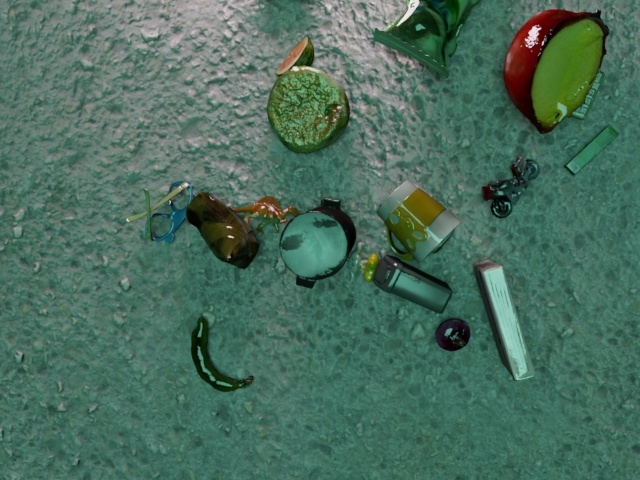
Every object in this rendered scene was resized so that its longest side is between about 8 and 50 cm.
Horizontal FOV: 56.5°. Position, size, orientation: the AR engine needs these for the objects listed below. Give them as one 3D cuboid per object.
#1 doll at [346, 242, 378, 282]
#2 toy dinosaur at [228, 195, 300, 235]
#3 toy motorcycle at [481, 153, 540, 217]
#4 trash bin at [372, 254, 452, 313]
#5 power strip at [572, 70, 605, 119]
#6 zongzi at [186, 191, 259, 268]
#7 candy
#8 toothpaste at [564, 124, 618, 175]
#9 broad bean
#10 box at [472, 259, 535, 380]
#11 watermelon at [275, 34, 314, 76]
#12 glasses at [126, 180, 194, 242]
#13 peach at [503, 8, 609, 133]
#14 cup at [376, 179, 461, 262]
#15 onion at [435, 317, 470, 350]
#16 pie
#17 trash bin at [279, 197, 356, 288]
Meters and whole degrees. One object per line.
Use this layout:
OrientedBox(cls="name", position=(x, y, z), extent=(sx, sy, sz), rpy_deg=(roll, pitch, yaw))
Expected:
OrientedBox(cls="doll", position=(0.136, 0.073, 1.949), extent=(0.113, 0.071, 0.135), rpy_deg=(-6, 100, 24))
OrientedBox(cls="toy dinosaur", position=(-0.188, -0.101, 1.985), extent=(0.212, 0.057, 0.142), rpy_deg=(38, 87, 2))
OrientedBox(cls="toy motorcycle", position=(0.587, -0.178, 1.863), extent=(0.122, 0.082, 0.213), rpy_deg=(37, 89, -7))
OrientedBox(cls="trash bin", position=(0.285, 0.135, 1.877), extent=(0.237, 0.177, 0.101), rpy_deg=(25, 96, 2))
OrientedBox(cls="power strip", position=(0.813, -0.462, 1.835), extent=(0.076, 0.028, 0.168), rpy_deg=(22, 97, 7))
OrientedBox(cls="zongzi", position=(-0.331, -0.033, 1.883), extent=(0.286, 0.300, 0.138), rpy_deg=(45, 98, 2))
OrientedBox(cls="candy", position=(0.354, -0.716, 1.817), extent=(0.263, 0.172, 0.397), rpy_deg=(27, 85, 1))
OrientedBox(cls="toothpaste", position=(0.837, -0.277, 1.842), extent=(0.178, 0.037, 0.043), rpy_deg=(-45, 84, 8))
OrientedBox(cls="broad bean", position=(-0.368, 0.413, 2.052), extent=(0.144, 0.049, 0.292), rpy_deg=(-38, 91, 2))
OrientedBox(cls="box", position=(0.560, 0.238, 1.835), extent=(0.065, 0.200, 0.343), rpy_deg=(-17, 92, 6))
OrientedBox(cls="watermelon", position=(-0.066, -0.579, 1.940), extent=(0.069, 0.087, 0.163), rpy_deg=(35, 103, -34))
OrientedBox(cls="glasses", position=(-0.548, -0.114, 1.988), extent=(0.239, 0.207, 0.102), rpy_deg=(-52, 50, 6))
OrientedBox(cls="peach", position=(0.671, -0.508, 1.772), extent=(0.258, 0.201, 0.361), rpy_deg=(2, 110, -23))
OrientedBox(cls="cup", position=(0.289, -0.045, 1.878), extent=(0.226, 0.185, 0.241), rpy_deg=(46, 129, 8))
OrientedBox(cls="onion", position=(0.427, 0.306, 1.907), extent=(0.115, 0.104, 0.115), rpy_deg=(-10, 119, -18))
OrientedBox(cls="pie", position=(-0.045, -0.420, 1.925), extent=(0.277, 0.078, 0.276), rpy_deg=(1, 98, 9))
OrientedBox(cls="trash bin", position=(0.000, 0.000, 1.843), extent=(0.203, 0.301, 0.251), rpy_deg=(13, 99, 6))
